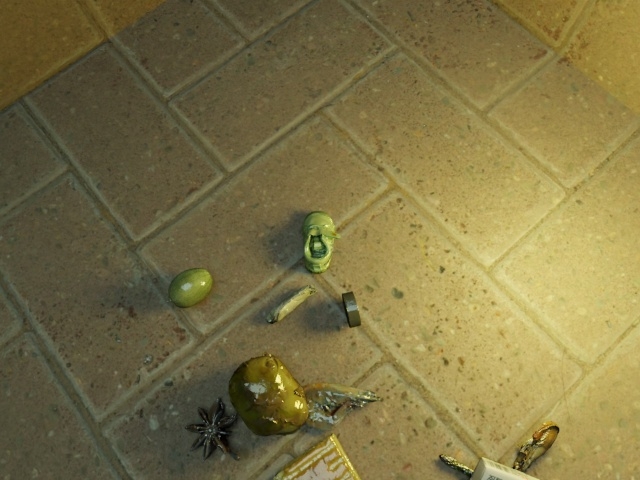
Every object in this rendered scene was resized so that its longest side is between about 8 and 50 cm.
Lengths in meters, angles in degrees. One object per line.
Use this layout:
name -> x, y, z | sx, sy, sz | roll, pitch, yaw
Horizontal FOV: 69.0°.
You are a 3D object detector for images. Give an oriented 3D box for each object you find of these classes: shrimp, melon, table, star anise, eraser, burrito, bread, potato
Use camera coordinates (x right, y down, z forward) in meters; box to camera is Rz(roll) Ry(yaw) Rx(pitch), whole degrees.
shrimp -> 0.058, 0.601, 1.686 | 0.318, 0.062, 0.164 | -2, 76, 7
melon -> -0.510, 0.186, 1.805 | 0.192, 0.139, 0.139 | -35, 74, -13
table -> 0.115, 0.260, 1.753 | 0.043, 0.133, 0.133 | -13, 72, -2
star anise -> -0.371, 0.688, 1.662 | 0.209, 0.089, 0.231 | -28, 67, 6
eraser -> 0.617, 0.823, 1.551 | 0.210, 0.068, 0.124 | 21, 96, 1
shrimp -> 0.710, 0.715, 1.603 | 0.262, 0.066, 0.117 | -40, 114, -6
burrito -> -0.115, 0.245, 1.808 | 0.230, 0.063, 0.058 | -33, 101, -9
bread -> 0.003, 0.833, 1.584 | 0.246, 0.111, 0.239 | -31, 72, -7
potato -> -0.194, 0.551, 1.628 | 0.246, 0.196, 0.299 | -41, 70, 1

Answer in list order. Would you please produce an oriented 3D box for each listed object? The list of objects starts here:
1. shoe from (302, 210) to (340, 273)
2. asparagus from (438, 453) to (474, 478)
shoe -> 0.001, 0.002, 1.860 | 0.140, 0.128, 0.261 | 7, 75, -10
asparagus -> 0.486, 0.789, 1.616 | 0.165, 0.030, 0.036 | 27, 103, 10
